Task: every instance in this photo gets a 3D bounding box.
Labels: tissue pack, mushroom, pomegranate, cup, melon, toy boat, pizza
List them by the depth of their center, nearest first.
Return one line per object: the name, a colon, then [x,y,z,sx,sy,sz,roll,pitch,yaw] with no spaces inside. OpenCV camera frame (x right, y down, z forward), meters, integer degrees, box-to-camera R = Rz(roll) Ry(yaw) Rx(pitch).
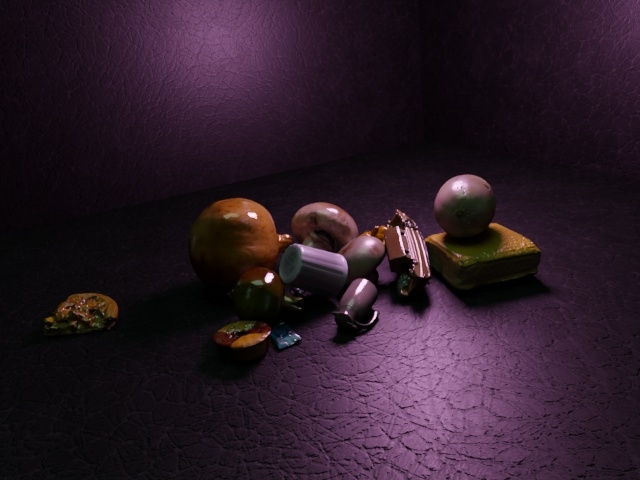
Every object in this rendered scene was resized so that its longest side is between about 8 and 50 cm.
tissue pack: [-0.122,0.302,1.633,0.085,0.028,0.138,-17,20,-24]
pomegranate: [-0.185,0.195,1.697,0.245,0.199,0.198,12,28,32]
cup: [-0.041,0.129,1.810,0.201,0.221,0.167,19,15,-34]
melon: [0.539,-0.129,1.886,0.222,0.223,0.317,1,19,19]
toy boat: [0.309,0.038,1.903,0.162,0.136,0.446,22,34,-13]
pizza: [-0.872,0.257,1.915,0.257,0.087,0.268,-5,19,-4]
mushroom: [0.154,0.087,1.926,0.226,0.178,0.226,-35,3,2]
pomegranate: [-0.308,0.016,1.978,0.409,0.411,0.410,-6,21,2]
mushroom: [0.000,0.000,2.073,0.292,0.293,0.290,6,49,29]

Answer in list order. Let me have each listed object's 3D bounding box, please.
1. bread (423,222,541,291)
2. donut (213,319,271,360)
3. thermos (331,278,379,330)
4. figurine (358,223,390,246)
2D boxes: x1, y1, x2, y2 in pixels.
bread: [0.587,0.057,1.882,0.332,0.143,0.324,-10,20,-7]
donut: [-0.238,0.313,1.574,0.183,0.074,0.166,-2,22,15]
thermos: [0.125,0.226,1.668,0.137,0.105,0.193,31,36,9]
figurine: [0.236,0.004,2.225,0.176,0.121,0.122,-7,44,40]
